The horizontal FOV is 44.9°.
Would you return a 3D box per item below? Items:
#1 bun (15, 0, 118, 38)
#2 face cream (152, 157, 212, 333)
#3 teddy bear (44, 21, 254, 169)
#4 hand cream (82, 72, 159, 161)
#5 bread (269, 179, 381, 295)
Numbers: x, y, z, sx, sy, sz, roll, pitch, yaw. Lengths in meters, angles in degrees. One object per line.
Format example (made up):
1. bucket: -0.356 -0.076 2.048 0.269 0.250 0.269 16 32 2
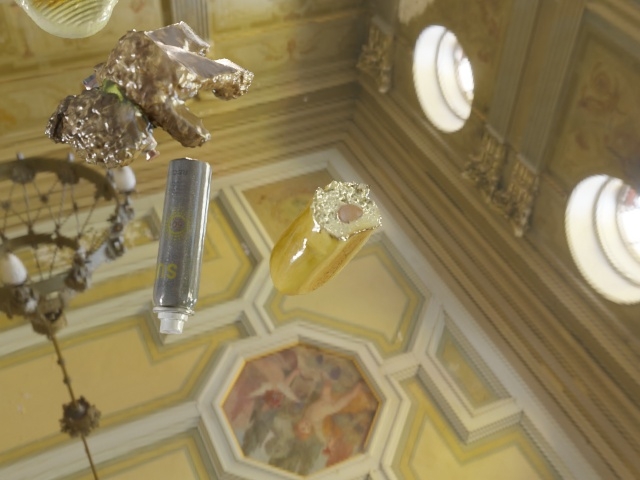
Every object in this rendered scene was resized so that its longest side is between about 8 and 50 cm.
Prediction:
1. bun: -0.584 -0.590 1.787 0.243 0.244 0.153 -17 -158 -21
2. face cream: -0.226 0.009 1.259 0.073 0.073 0.284 4 -102 1
3. teddy bear: -0.270 -0.228 1.278 0.246 0.223 0.296 37 -158 15
4. hand cream: -0.396 -0.252 1.562 0.067 0.043 0.210 -33 -90 0
5. bread: -0.001 -0.001 1.093 0.134 0.173 0.085 -19 -113 -49
